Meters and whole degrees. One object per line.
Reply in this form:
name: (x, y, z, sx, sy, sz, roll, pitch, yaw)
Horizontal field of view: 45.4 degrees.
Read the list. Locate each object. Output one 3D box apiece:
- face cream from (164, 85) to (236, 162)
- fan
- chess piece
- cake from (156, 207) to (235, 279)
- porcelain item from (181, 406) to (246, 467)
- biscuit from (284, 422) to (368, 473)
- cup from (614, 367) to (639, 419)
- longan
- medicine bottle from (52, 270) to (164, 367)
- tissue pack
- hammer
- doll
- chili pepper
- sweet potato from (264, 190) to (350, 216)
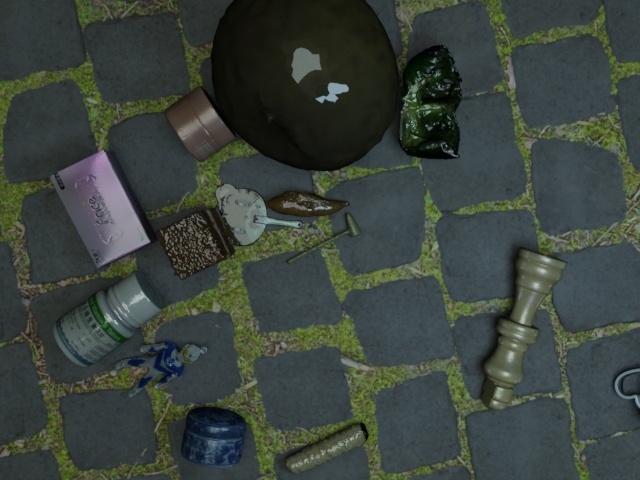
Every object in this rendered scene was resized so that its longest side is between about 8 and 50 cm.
face cream: (-0.278, -0.270, 1.777, 0.104, 0.149, 0.149, -34, 93, 3)
fan: (-0.155, -0.050, 1.863, 0.227, 0.008, 0.152, 9, 94, 0)
chess piece: (0.469, 0.218, 1.834, 0.117, 0.117, 0.397, 18, 95, -1)
cake: (-0.287, 0.004, 1.794, 0.135, 0.147, 0.135, -25, 94, 6)
porcelain item: (-0.254, 0.465, 1.829, 0.147, 0.147, 0.114, 9, 92, -1)
biscuit: (0.017, 0.514, 1.880, 0.219, 0.061, 0.055, -24, 49, 1)
cup: (0.834, 0.345, 1.816, 0.221, 0.167, 0.202, 7, 91, -2)
longan: (-0.035, -0.356, 1.650, 0.404, 0.404, 0.436, -29, 96, 2)
medicine bottle: (-0.499, 0.184, 1.814, 0.237, 0.139, 0.139, -33, 93, 3)
tissue pack: (-0.509, -0.078, 1.818, 0.149, 0.092, 0.246, -27, 93, 0)
hammer: (0.000, 0.000, 1.859, 0.195, 0.028, 0.060, -27, 88, 3)
doll: (-0.384, 0.296, 1.864, 0.227, 0.057, 0.114, -23, 90, 3)
chili pepper: (0.259, -0.321, 1.804, 0.148, 0.116, 0.264, 0, 93, 11)
sweet potato: (-0.031, -0.087, 1.837, 0.206, 0.060, 0.068, 3, 126, -10)
